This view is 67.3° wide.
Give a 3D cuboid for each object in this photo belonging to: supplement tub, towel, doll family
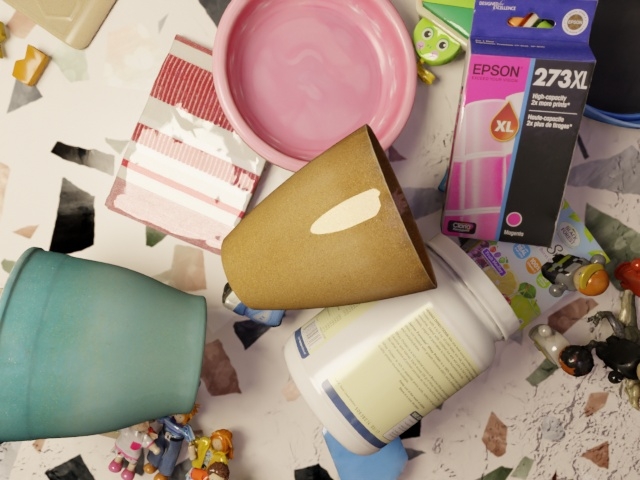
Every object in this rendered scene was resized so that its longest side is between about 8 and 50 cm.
[{"bbox_3d":[0.130,0.164,0.795,0.325,0.235,0.235,-38,96,3],"label":"supplement tub"},{"bbox_3d":[-0.210,-0.161,0.849,0.237,0.037,0.328,24,94,-2],"label":"towel"},{"bbox_3d":[-0.252,0.382,0.885,0.263,0.118,0.163,29,106,8],"label":"doll family"}]

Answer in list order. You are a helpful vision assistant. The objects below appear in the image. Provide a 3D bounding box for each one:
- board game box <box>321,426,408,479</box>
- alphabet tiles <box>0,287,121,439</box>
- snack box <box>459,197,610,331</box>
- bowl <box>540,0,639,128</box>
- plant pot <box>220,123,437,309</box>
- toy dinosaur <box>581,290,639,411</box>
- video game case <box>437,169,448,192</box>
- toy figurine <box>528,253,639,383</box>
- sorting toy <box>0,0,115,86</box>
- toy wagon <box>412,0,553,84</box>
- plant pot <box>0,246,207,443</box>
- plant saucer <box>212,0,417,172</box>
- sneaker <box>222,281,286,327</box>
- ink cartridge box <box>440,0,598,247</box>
[{"bbox_3d":[0.081,0.384,0.913,0.133,0.033,0.168,-21,75,-12],"label":"board game box"},{"bbox_3d":[-0.447,0.215,0.898,0.343,0.011,0.284,17,96,-3],"label":"alphabet tiles"},{"bbox_3d":[0.375,0.029,0.868,0.207,0.070,0.174,-40,96,1],"label":"snack box"},{"bbox_3d":[0.547,-0.386,0.819,0.392,0.077,0.390,0,97,-1],"label":"bowl"},{"bbox_3d":[0.000,0.000,0.677,0.255,0.237,0.237,-23,97,15],"label":"plant pot"},{"bbox_3d":[0.556,0.179,0.900,0.118,0.064,0.267,1,92,-5],"label":"toy dinosaur"},{"bbox_3d":[0.305,-0.139,0.873,0.119,0.015,0.166,28,96,-5],"label":"video game case"},{"bbox_3d":[0.465,0.128,0.776,0.210,0.148,0.212,10,98,-5],"label":"toy figurine"},{"bbox_3d":[-0.474,-0.432,0.810,0.229,0.041,0.307,34,95,-10],"label":"sorting toy"},{"bbox_3d":[0.263,-0.409,0.770,0.267,0.068,0.344,44,105,13],"label":"toy wagon"},{"bbox_3d":[-0.308,0.160,0.715,0.256,0.272,0.271,8,97,-17],"label":"plant pot"},{"bbox_3d":[-0.008,-0.270,0.790,0.333,0.084,0.331,-1,93,-13],"label":"plant saucer"},{"bbox_3d":[-0.022,0.015,0.844,0.147,0.129,0.330,38,98,-20],"label":"sneaker"},{"bbox_3d":[0.301,-0.178,0.746,0.176,0.069,0.370,7,107,8],"label":"ink cartridge box"}]
